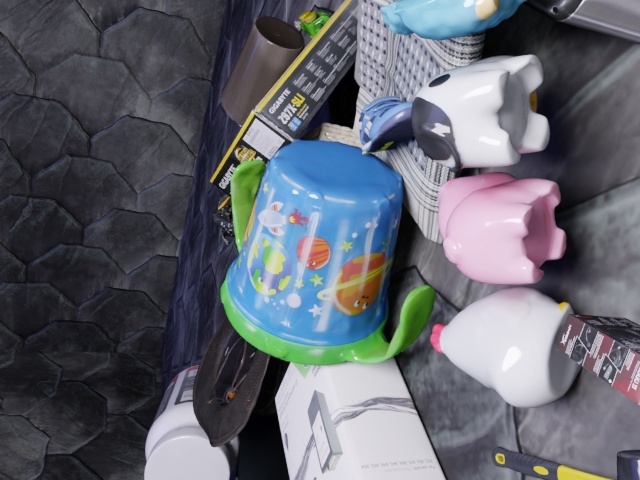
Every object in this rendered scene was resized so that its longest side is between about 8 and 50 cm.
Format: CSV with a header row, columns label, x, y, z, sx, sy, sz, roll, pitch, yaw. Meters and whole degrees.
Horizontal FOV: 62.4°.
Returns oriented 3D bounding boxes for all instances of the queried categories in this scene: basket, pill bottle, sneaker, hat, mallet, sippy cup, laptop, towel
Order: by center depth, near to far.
label,x,y,z,sx,sy,sz,roll,pitch,yaw
mallet,0.204,0.184,0.434,0.189,0.039,0.062,166,108,-71
sneaker,0.073,-0.137,0.597,0.144,0.053,0.059,173,88,-78
towel,0.095,-0.210,0.646,0.324,0.056,0.312,-109,11,-45
sippy cup,0.000,0.000,0.686,0.240,0.305,0.224,-67,-8,-57
basket,0.012,-0.122,0.890,0.167,0.113,0.103,169,109,-67
hat,-0.119,0.236,1.012,0.331,0.133,0.331,-44,34,40
laptop,-0.102,0.409,1.150,0.264,0.136,0.234,-22,-60,-86
pill bottle,-0.290,0.451,1.241,0.363,0.210,0.210,-129,48,-80
basket,-0.143,-0.424,1.322,0.227,0.154,0.204,-55,36,43

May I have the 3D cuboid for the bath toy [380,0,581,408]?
label,x,y,z,sx,sy,sz,roll,pitch,yaw
bath toy,0.133,-0.032,0.443,0.129,0.151,0.348,1,110,46

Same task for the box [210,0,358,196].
label,x,y,z,sx,sy,sz,roll,pitch,yaw
box,-0.040,-0.235,0.893,0.322,0.079,0.257,-57,9,-27

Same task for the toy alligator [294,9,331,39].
label,x,y,z,sx,sy,sz,roll,pitch,yaw
toy alligator,-0.013,-0.473,1.144,0.051,0.056,0.190,-36,31,2

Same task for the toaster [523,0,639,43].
label,x,y,z,sx,sy,sz,roll,pitch,yaw
toaster,0.224,-0.262,0.409,0.186,0.110,0.168,-110,33,-49

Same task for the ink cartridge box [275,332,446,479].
label,x,y,z,sx,sy,sz,roll,pitch,yaw
ink cartridge box,0.037,0.267,0.709,0.273,0.114,0.198,-110,34,-48

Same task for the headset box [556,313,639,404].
label,x,y,z,sx,sy,sz,roll,pitch,yaw
headset box,0.223,0.084,0.373,0.083,0.062,0.032,-136,55,-62

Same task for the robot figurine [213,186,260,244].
label,x,y,z,sx,sy,sz,roll,pitch,yaw
robot figurine,-0.073,-0.026,0.964,0.291,0.211,0.085,-124,34,-44
